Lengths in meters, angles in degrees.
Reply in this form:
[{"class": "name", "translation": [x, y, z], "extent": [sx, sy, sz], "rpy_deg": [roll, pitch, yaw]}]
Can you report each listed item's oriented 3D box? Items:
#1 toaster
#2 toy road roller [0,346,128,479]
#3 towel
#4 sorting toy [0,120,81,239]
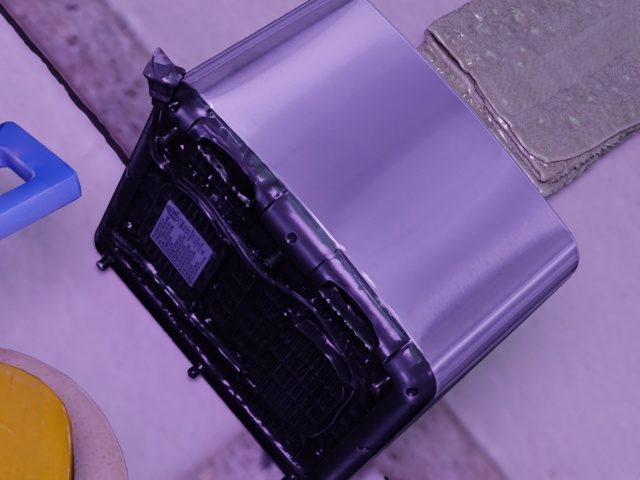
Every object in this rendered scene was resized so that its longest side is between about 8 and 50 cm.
[{"class": "toaster", "translation": [0.000, 0.000, 0.834], "extent": [0.110, 0.185, 0.168], "rpy_deg": [-38, 82, -27]}, {"class": "toy road roller", "translation": [-0.195, 0.198, 0.627], "extent": [0.241, 0.202, 0.329], "rpy_deg": [7, 61, -4]}, {"class": "towel", "translation": [0.126, -0.092, 1.022], "extent": [0.148, 0.027, 0.110], "rpy_deg": [-33, 79, -30]}, {"class": "sorting toy", "translation": [-0.244, 0.061, 0.740], "extent": [0.196, 0.047, 0.348], "rpy_deg": [19, 47, 38]}]
